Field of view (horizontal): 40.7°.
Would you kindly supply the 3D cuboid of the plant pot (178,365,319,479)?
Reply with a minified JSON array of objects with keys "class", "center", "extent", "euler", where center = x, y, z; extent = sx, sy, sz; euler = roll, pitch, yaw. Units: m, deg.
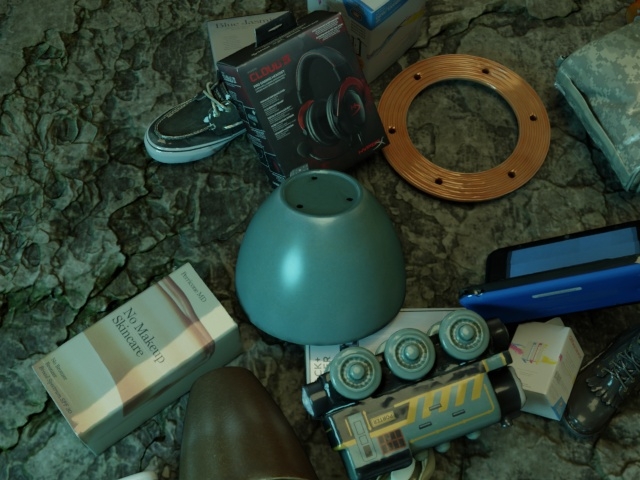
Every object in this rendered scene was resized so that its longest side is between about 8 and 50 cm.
[{"class":"plant pot","center":[-0.128,0.316,1.315],"extent":[0.215,0.215,0.230],"euler":[-14,51,-8]}]

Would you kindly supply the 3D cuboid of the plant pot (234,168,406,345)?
[{"class":"plant pot","center":[0.000,0.000,1.404],"extent":[0.290,0.195,0.290],"euler":[0,39,0]}]

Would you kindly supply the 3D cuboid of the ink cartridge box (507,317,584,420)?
[{"class":"ink cartridge box","center":[0.363,0.202,1.412],"extent":[0.090,0.092,0.143],"euler":[7,58,38]}]

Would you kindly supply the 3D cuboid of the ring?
[{"class":"ring","center":[0.273,-0.218,1.666],"extent":[0.337,0.032,0.336],"euler":[1,64,-2]}]

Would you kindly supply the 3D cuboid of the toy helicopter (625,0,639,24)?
[{"class":"toy helicopter","center":[0.782,-0.435,1.669],"extent":[0.140,0.235,0.355],"euler":[-36,70,-17]}]

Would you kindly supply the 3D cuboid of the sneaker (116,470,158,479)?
[{"class":"sneaker","center":[-0.330,0.446,1.307],"extent":[0.217,0.079,0.121],"euler":[-26,70,-4]}]

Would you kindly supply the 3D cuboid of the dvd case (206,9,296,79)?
[{"class":"dvd case","center":[-0.123,-0.387,1.682],"extent":[0.180,0.022,0.253],"euler":[-10,36,-6]}]

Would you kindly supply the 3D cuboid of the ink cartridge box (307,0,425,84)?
[{"class":"ink cartridge box","center":[0.088,-0.456,1.666],"extent":[0.171,0.232,0.168],"euler":[41,72,17]}]

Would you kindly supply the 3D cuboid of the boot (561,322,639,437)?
[{"class":"boot","center":[0.493,0.183,1.361],"extent":[0.091,0.229,0.263],"euler":[39,69,13]}]

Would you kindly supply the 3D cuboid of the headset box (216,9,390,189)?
[{"class":"headset box","center":[-0.033,-0.257,1.537],"extent":[0.218,0.293,0.110],"euler":[-31,26,-16]}]

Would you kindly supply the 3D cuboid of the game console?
[{"class":"game console","center":[0.384,0.028,1.380],"extent":[0.293,0.250,0.173],"euler":[-14,65,23]}]

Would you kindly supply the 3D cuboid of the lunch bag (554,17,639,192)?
[{"class":"lunch bag","center":[0.606,-0.252,1.588],"extent":[0.256,0.212,0.305],"euler":[-18,65,-11]}]

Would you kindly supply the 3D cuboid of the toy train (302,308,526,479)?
[{"class":"toy train","center":[0.145,0.230,1.296],"extent":[0.334,0.142,0.190],"euler":[-17,78,-11]}]

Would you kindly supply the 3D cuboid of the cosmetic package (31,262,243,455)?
[{"class":"cosmetic package","center":[-0.289,0.190,1.398],"extent":[0.296,0.129,0.153],"euler":[-36,69,-17]}]

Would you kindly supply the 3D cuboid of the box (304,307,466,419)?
[{"class":"box","center":[0.117,0.204,1.423],"extent":[0.290,0.087,0.169],"euler":[0,64,-1]}]

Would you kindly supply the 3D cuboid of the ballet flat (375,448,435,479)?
[{"class":"ballet flat","center":[0.097,0.407,1.327],"extent":[0.086,0.086,0.248],"euler":[30,67,13]}]

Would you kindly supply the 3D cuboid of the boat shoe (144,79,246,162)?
[{"class":"boat shoe","center":[-0.179,-0.258,1.626],"extent":[0.335,0.119,0.121],"euler":[-25,67,-13]}]
